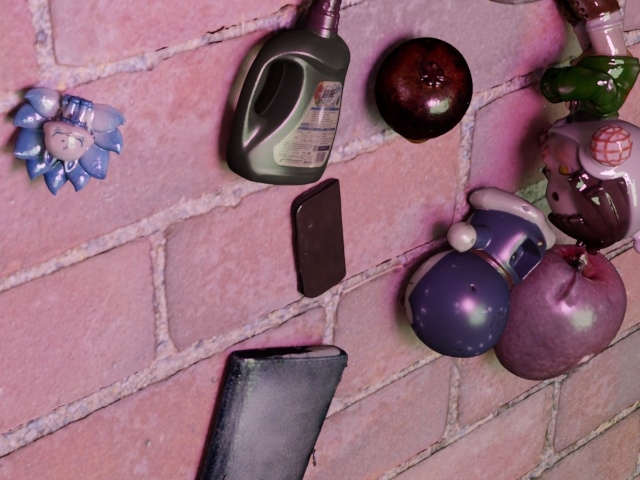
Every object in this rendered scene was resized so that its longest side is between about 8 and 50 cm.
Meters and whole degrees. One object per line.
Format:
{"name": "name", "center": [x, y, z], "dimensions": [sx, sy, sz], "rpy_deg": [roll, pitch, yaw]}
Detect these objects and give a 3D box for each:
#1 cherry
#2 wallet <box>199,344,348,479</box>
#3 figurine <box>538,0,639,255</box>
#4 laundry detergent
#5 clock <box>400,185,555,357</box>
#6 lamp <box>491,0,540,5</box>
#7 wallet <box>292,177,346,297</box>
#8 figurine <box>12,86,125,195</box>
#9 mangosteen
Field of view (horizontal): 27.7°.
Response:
{"name": "cherry", "center": [0.360, 0.103, 1.967], "dimensions": [0.213, 0.183, 0.266], "rpy_deg": [-1, 136, -38]}
{"name": "wallet", "center": [-0.087, 0.311, 1.741], "dimensions": [0.191, 0.046, 0.379], "rpy_deg": [-1, 115, -44]}
{"name": "figurine", "center": [0.381, -0.157, 1.785], "dimensions": [0.167, 0.281, 0.370], "rpy_deg": [-7, 96, -6]}
{"name": "laundry detergent", "center": [-0.029, -0.175, 1.476], "dimensions": [0.144, 0.078, 0.221], "rpy_deg": [-2, 116, -41]}
{"name": "clock", "center": [0.217, 0.049, 1.823], "dimensions": [0.243, 0.146, 0.199], "rpy_deg": [-55, 145, -16]}
{"name": "lamp", "center": [0.245, -0.406, 1.506], "dimensions": [0.233, 0.233, 0.265], "rpy_deg": [-4, 105, -44]}
{"name": "wallet", "center": [0.000, 0.000, 1.659], "dimensions": [0.082, 0.018, 0.156], "rpy_deg": [-32, 133, -30]}
{"name": "figurine", "center": [-0.255, -0.094, 1.292], "dimensions": [0.114, 0.079, 0.114], "rpy_deg": [-5, 106, -18]}
{"name": "mangosteen", "center": [0.125, -0.182, 1.611], "dimensions": [0.140, 0.140, 0.140], "rpy_deg": [-25, 130, -34]}
